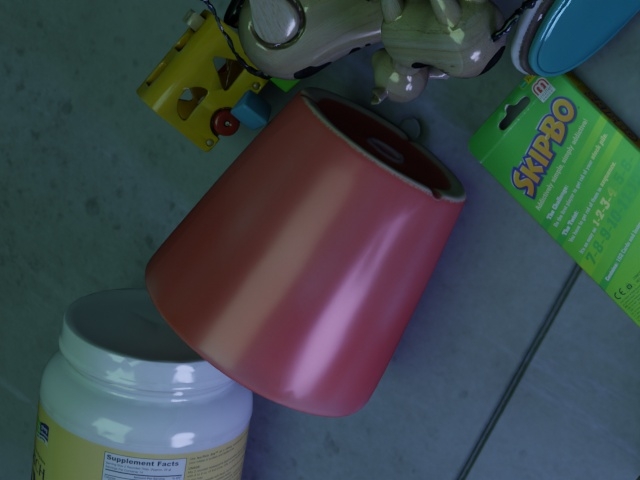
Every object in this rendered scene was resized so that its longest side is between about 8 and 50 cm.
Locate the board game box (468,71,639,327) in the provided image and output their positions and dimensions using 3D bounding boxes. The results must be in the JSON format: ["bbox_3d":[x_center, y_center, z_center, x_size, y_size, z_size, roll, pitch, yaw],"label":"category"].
[{"bbox_3d":[0.268,-0.044,1.162,0.259,0.039,0.124,46,119,10],"label":"board game box"}]

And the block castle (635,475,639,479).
[{"bbox_3d":[0.478,0.161,0.905,0.453,0.303,0.213,-43,58,23],"label":"block castle"}]

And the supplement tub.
[{"bbox_3d":[-0.207,0.245,1.389,0.241,0.241,0.331,18,110,26],"label":"supplement tub"}]

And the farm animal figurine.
[{"bbox_3d":[0.060,-0.216,1.074,0.326,0.330,0.172,-11,122,23],"label":"farm animal figurine"}]

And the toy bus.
[{"bbox_3d":[-0.100,-0.193,1.249,0.104,0.202,0.191,39,137,-22],"label":"toy bus"}]

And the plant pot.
[{"bbox_3d":[0.000,0.000,1.209,0.275,0.275,0.243,40,108,17],"label":"plant pot"}]

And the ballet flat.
[{"bbox_3d":[0.284,-0.323,1.046,0.139,0.139,0.400,45,115,14],"label":"ballet flat"}]
